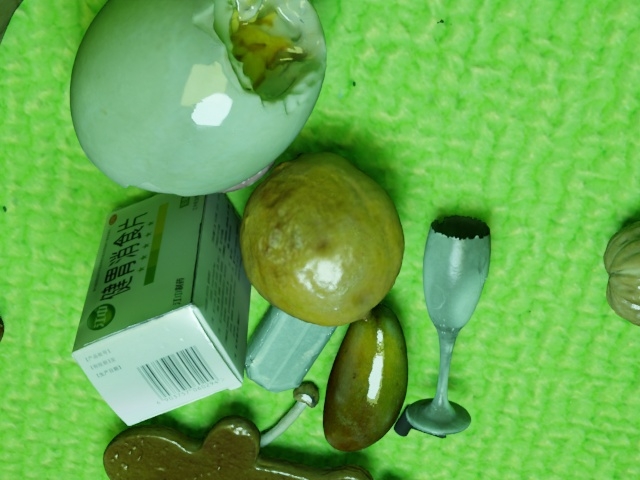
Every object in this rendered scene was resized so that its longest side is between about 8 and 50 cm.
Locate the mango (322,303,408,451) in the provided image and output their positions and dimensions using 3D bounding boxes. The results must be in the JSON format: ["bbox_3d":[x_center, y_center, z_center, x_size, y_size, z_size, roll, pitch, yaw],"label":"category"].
[{"bbox_3d":[0.070,0.209,1.667,0.111,0.133,0.267,6,122,-13],"label":"mango"}]

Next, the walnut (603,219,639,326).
[{"bbox_3d":[0.478,0.042,1.529,0.184,0.155,0.155,-9,118,8],"label":"walnut"}]

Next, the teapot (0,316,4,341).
[{"bbox_3d":[-0.535,0.142,1.715,0.129,0.078,0.098,-26,114,18],"label":"teapot"}]

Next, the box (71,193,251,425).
[{"bbox_3d":[-0.199,0.065,1.501,0.173,0.333,0.145,-20,122,13],"label":"box"}]

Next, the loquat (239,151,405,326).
[{"bbox_3d":[0.000,0.000,1.516,0.238,0.193,0.238,0,99,1],"label":"loquat"}]

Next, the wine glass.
[{"bbox_3d":[0.258,0.110,1.653,0.264,0.096,0.309,-8,115,-27],"label":"wine glass"}]

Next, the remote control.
[{"bbox_3d":[-0.032,0.127,1.679,0.104,0.052,0.247,26,115,-9],"label":"remote control"}]

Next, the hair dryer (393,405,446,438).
[{"bbox_3d":[0.161,0.292,1.768,0.083,0.026,0.047,22,120,-11],"label":"hair dryer"}]

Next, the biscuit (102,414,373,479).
[{"bbox_3d":[-0.130,0.386,1.791,0.432,0.064,0.283,17,122,1],"label":"biscuit"}]

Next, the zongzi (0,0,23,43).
[{"bbox_3d":[-0.400,-0.303,1.443,0.300,0.145,0.273,-12,133,-13],"label":"zongzi"}]

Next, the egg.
[{"bbox_3d":[-0.162,-0.190,1.384,0.278,0.278,0.336,45,137,-18],"label":"egg"}]

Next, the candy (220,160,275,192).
[{"bbox_3d":[-0.109,-0.105,1.526,0.103,0.103,0.043,-22,115,16],"label":"candy"}]

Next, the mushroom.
[{"bbox_3d":[-0.122,0.311,1.800,0.306,0.043,0.068,-32,93,22],"label":"mushroom"}]
